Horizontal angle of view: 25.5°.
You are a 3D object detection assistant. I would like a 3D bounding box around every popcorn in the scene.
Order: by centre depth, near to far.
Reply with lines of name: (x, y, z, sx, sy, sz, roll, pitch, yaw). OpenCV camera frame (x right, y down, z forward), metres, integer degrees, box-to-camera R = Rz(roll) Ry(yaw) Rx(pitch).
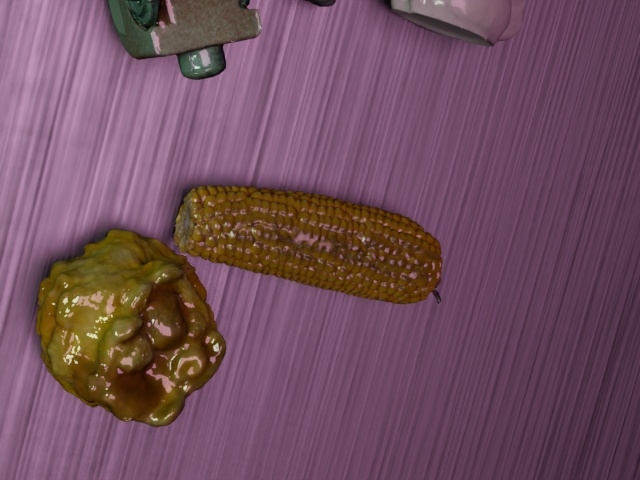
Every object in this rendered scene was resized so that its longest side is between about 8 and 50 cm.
popcorn: (-0.190, 0.088, 1.409, 0.198, 0.155, 0.197, 0, 88, -18)

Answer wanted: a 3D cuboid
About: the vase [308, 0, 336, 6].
vase: (0.023, -0.312, 1.450, 0.081, 0.081, 0.148, 34, 90, -24)

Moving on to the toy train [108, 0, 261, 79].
toy train: (-0.151, -0.314, 1.337, 0.129, 0.159, 0.326, -16, 103, -20)

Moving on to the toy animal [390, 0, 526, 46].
toy animal: (0.170, -0.299, 1.481, 0.178, 0.127, 0.193, 28, 89, -26)

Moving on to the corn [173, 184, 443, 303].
corn: (0.000, 0.000, 1.495, 0.310, 0.101, 0.101, 15, 95, -21)
